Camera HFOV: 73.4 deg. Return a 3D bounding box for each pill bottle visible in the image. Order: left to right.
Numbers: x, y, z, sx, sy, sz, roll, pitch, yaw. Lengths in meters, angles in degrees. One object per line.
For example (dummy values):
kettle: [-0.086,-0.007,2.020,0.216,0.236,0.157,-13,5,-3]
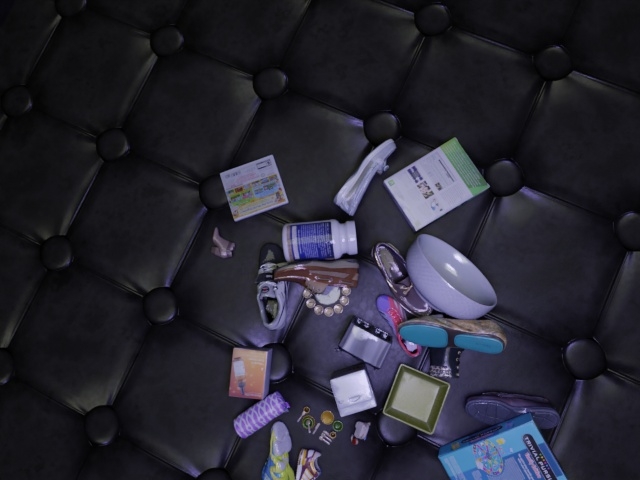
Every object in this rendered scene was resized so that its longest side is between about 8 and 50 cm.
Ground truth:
pill bottle: [0.000,0.000,1.585,0.264,0.153,0.153,-5,82,5]

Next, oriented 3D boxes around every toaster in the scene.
toaster: [0.156,0.357,1.507,0.168,0.185,0.110,26,95,9]

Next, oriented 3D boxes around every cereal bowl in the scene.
cereal bowl: [0.421,0.140,1.463,0.339,0.339,0.141,41,118,9]

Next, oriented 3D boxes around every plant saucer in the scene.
plant saucer: [0.340,0.561,1.534,0.188,0.045,0.188,21,85,8]

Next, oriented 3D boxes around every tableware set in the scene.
tableware set: [-0.001,0.662,1.563,0.154,0.024,0.104,34,86,9]

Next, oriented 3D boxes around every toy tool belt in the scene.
toy tool belt: [0.149,0.688,1.533,0.051,0.052,0.083,21,89,-36]

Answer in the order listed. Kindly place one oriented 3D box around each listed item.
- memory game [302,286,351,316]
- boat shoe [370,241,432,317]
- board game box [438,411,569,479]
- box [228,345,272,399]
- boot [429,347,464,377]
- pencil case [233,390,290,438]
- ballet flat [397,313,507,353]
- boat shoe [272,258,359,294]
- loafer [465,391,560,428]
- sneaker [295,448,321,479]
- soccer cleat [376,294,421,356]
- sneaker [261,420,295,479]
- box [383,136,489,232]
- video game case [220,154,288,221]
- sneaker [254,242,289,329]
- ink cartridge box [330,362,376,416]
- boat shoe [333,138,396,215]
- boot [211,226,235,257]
memory game: [0.024,0.195,1.628,0.186,0.012,0.186,-1,82,6]
boat shoe: [0.297,0.142,1.567,0.116,0.097,0.324,-33,81,0]
board game box: [0.606,0.760,1.424,0.336,0.079,0.254,-31,81,17]
box: [-0.254,0.481,1.576,0.130,0.091,0.171,3,83,6]
boot: [0.489,0.393,1.507,0.236,0.085,0.179,-1,70,12]
pencil case: [-0.214,0.632,1.559,0.206,0.088,0.086,-31,48,1]
ballet flat: [0.441,0.303,1.455,0.348,0.123,0.123,4,83,17]
boat shoe: [-0.009,0.134,1.545,0.323,0.122,0.120,-3,81,-13]
loafer: [0.656,0.580,1.493,0.302,0.095,0.109,4,113,10]
sneaker: [-0.043,0.840,1.520,0.083,0.069,0.186,5,84,11]
soccer cleat: [0.284,0.305,1.546,0.083,0.095,0.248,-31,82,4]
sneaker: [-0.168,0.780,1.529,0.126,0.091,0.240,-29,55,28]
box: [0.433,-0.208,1.623,0.322,0.058,0.232,-31,81,2]
video game case: [-0.263,-0.207,1.702,0.226,0.026,0.206,-19,81,2]
sneaker: [-0.177,0.164,1.586,0.122,0.146,0.331,-7,80,6]
ink cartridge box: [0.115,0.513,1.494,0.128,0.176,0.127,-19,81,2]
boat shoe: [0.182,-0.242,1.624,0.103,0.118,0.320,41,92,3]
boot: [-0.378,0.010,1.679,0.086,0.042,0.119,6,84,0]
